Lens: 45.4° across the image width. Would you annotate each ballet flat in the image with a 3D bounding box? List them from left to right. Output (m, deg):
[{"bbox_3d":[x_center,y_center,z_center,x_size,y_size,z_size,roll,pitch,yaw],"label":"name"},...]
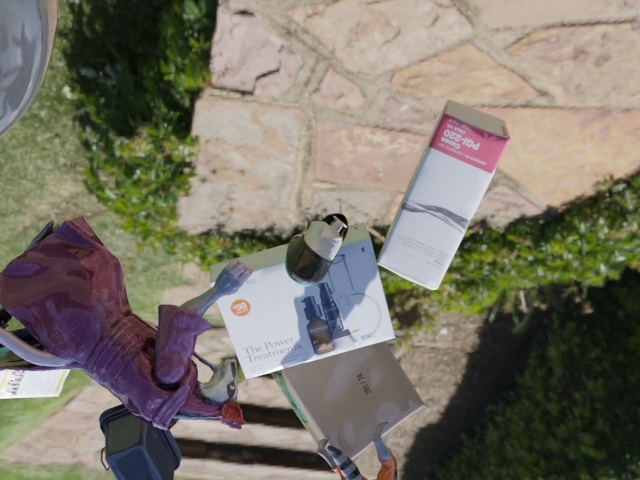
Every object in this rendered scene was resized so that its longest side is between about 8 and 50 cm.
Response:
[{"bbox_3d":[0.000,0.000,1.529,0.095,0.280,0.096,38,110,-3],"label":"ballet flat"}]

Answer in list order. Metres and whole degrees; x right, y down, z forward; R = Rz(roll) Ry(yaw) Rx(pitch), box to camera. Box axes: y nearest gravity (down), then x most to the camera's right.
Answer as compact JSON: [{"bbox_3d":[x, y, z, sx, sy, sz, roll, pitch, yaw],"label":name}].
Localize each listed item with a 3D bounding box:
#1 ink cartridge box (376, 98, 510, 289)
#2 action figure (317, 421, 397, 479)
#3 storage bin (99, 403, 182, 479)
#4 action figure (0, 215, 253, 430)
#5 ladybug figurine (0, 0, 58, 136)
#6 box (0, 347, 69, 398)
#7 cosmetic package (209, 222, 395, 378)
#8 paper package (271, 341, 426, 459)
[{"bbox_3d":[0.162,-0.065,1.016,0.092,0.158,0.217,22,109,4],"label":"ink cartridge box"},{"bbox_3d":[0.080,0.610,1.745,0.341,0.330,0.178,-23,173,22],"label":"action figure"},{"bbox_3d":[-0.258,0.306,1.068,0.098,0.091,0.135,-20,115,-2],"label":"storage bin"},{"bbox_3d":[-0.251,0.131,0.950,0.370,0.276,0.248,32,126,14],"label":"action figure"},{"bbox_3d":[-0.451,-0.290,0.917,0.305,0.161,0.449,39,135,-14],"label":"ladybug figurine"},{"bbox_3d":[-0.682,0.289,1.670,0.244,0.060,0.100,8,120,-41],"label":"box"},{"bbox_3d":[-0.039,0.145,1.801,0.378,0.097,0.284,-16,115,1],"label":"cosmetic package"},{"bbox_3d":[0.071,0.409,2.139,0.310,0.324,0.168,-32,-178,-20],"label":"paper package"}]
